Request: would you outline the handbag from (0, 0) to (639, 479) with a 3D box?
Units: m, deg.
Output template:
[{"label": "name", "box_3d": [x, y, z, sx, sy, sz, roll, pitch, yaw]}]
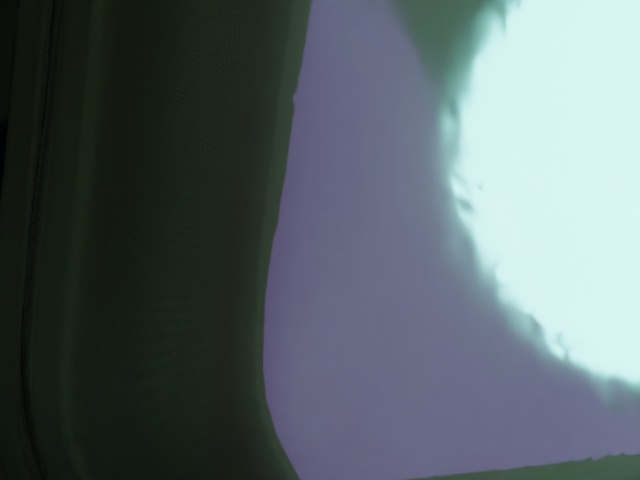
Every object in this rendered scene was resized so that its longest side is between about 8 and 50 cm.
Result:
[{"label": "handbag", "box_3d": [0.030, -0.040, 0.461, 0.302, 0.149, 0.283, 4, 86, -43]}]
